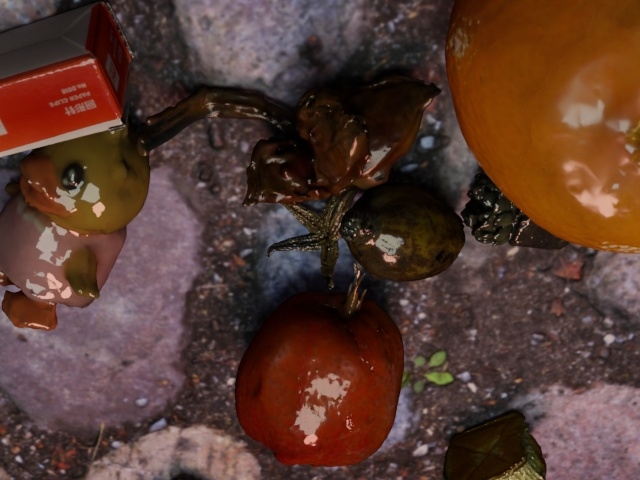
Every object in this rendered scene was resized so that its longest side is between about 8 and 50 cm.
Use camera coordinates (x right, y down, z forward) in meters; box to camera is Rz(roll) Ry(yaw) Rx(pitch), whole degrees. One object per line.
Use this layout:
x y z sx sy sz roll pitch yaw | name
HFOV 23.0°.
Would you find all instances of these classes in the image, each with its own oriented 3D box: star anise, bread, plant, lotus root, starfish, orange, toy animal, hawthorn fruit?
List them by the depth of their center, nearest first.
0.340 -0.177 1.639 0.423 0.326 0.424 -1 124 -1 | orange
-0.034 -0.113 1.785 0.346 0.148 0.237 -2 169 -1 | star anise
-0.288 -0.037 1.835 0.169 0.195 0.281 -15 143 -41 | toy animal
0.095 -0.007 1.861 0.209 0.120 0.120 3 136 -49 | lotus root
0.237 -0.038 1.886 0.143 0.092 0.094 11 133 -19 | plant
0.000 0.002 1.904 0.133 0.130 0.041 -19 163 18 | starfish
0.010 0.147 1.954 0.211 0.211 0.299 13 114 -11 | hawthorn fruit
0.233 0.306 2.111 0.140 0.128 0.069 -28 117 18 | bread

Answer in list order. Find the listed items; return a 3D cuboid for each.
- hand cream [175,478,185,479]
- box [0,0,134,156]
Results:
-0.126 0.398 2.210 0.203 0.084 0.084 20 124 -23 | hand cream
-0.305 -0.174 1.745 0.182 0.133 0.099 -16 126 8 | box
